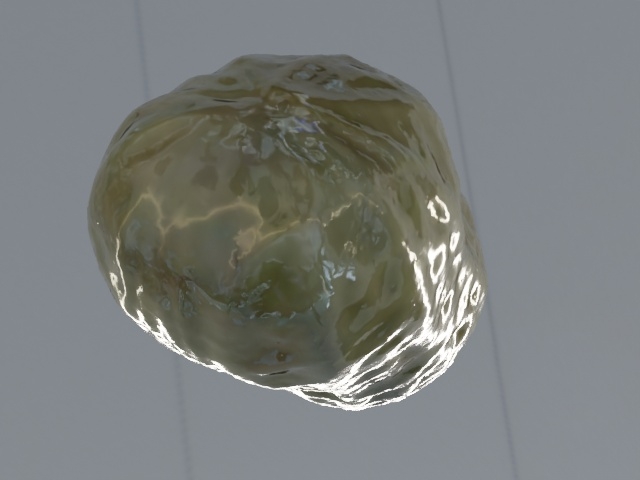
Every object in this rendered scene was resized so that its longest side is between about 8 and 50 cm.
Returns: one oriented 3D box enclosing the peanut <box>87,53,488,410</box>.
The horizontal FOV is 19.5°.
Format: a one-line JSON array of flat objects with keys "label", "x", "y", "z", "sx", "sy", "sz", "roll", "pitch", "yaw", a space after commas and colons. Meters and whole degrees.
[{"label": "peanut", "x": 0.000, "y": 0.000, "z": 0.832, "sx": 0.152, "sy": 0.313, "sz": 0.152, "roll": -3, "pitch": -102, "yaw": 15}]
